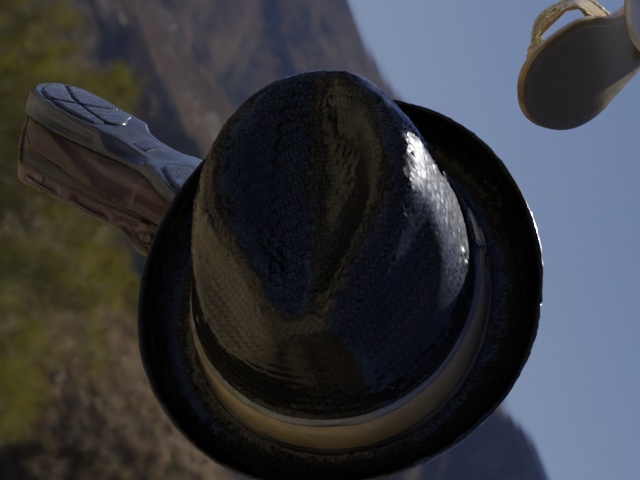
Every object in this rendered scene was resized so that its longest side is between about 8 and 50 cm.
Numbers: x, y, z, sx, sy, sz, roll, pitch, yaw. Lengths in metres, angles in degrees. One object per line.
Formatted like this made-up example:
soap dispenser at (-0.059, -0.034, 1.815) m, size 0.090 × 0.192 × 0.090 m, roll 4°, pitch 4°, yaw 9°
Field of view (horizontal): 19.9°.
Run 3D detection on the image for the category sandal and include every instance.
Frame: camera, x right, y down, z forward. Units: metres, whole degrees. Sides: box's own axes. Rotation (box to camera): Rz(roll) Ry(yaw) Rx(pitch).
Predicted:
sandal at (0.207, -0.157, 1.459) m, size 0.079 × 0.240 × 0.088 m, roll 21°, pitch -52°, yaw 40°

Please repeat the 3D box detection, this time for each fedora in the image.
fedora at (0.000, 0.000, 1.283) m, size 0.152 × 0.334 × 0.334 m, roll 70°, pitch -3°, yaw -53°

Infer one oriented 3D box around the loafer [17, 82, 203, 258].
loafer at (-0.143, -0.030, 1.568) m, size 0.302 × 0.095 × 0.109 m, roll 34°, pitch 22°, yaw 26°

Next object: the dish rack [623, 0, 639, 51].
dish rack at (0.359, -0.295, 1.345) m, size 0.072 × 0.285 × 0.333 m, roll -125°, pitch -143°, yaw -62°
